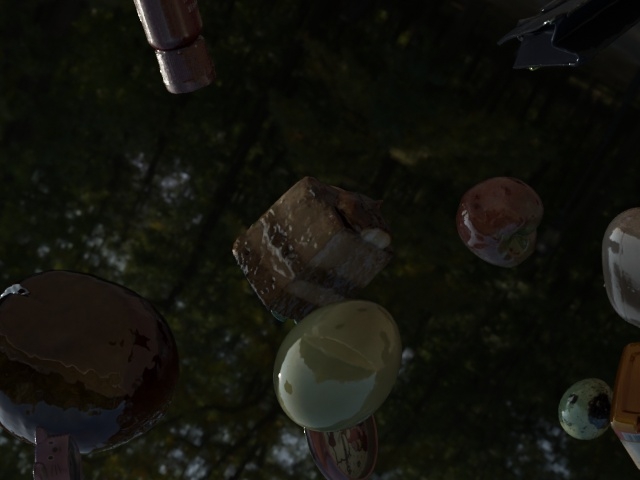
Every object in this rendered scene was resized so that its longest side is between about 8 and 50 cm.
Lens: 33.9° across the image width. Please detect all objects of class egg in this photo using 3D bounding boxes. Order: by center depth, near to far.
[{"bbox_3d":[0.028,0.196,1.653,0.186,0.241,0.186,25,-146,-19],"label":"egg"},{"bbox_3d":[0.422,0.265,1.656,0.085,0.110,0.085,15,-144,-12],"label":"egg"}]

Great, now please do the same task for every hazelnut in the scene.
[{"bbox_3d":[-0.510,0.267,2.171,0.429,0.402,0.402,10,-167,5],"label":"hazelnut"}]

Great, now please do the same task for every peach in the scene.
[{"bbox_3d":[0.310,-0.041,1.802,0.152,0.152,0.152,26,-166,-7],"label":"peach"}]

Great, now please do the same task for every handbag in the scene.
[{"bbox_3d":[0.561,-0.479,2.210,0.122,0.303,0.329,55,171,-12],"label":"handbag"}]

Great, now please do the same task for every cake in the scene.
[{"bbox_3d":[0.000,0.000,2.012,0.196,0.293,0.198,27,-157,-44],"label":"cake"}]

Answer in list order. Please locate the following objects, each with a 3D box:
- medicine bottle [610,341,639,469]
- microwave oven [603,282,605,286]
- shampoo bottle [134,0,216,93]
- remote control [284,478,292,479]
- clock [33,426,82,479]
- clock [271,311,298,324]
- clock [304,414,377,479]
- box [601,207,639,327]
[{"bbox_3d":[0.512,0.261,1.524,0.112,0.149,0.222,-3,142,36],"label":"medicine bottle"},{"bbox_3d":[0.720,0.101,2.192,0.205,0.163,0.129,42,156,-7],"label":"microwave oven"},{"bbox_3d":[-0.210,-0.345,1.340,0.076,0.314,0.118,-13,-151,3],"label":"shampoo bottle"},{"bbox_3d":[0.019,0.564,1.860,0.107,0.044,0.377,-30,-137,-25],"label":"remote control"},{"bbox_3d":[-0.423,0.370,1.696,0.050,0.110,0.152,-14,-147,-5],"label":"clock"},{"bbox_3d":[-0.072,0.106,2.413,0.148,0.060,0.188,18,-129,-42],"label":"clock"},{"bbox_3d":[0.039,0.387,2.152,0.244,0.056,0.244,38,-138,-46],"label":"clock"},{"bbox_3d":[0.471,0.046,1.493,0.088,0.200,0.146,-36,-139,-26],"label":"box"}]
